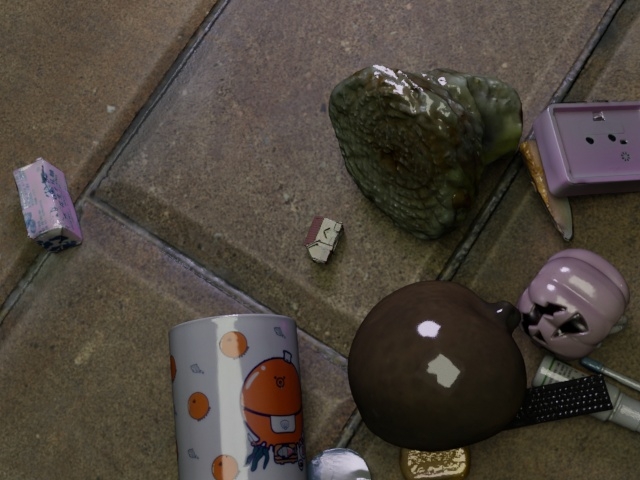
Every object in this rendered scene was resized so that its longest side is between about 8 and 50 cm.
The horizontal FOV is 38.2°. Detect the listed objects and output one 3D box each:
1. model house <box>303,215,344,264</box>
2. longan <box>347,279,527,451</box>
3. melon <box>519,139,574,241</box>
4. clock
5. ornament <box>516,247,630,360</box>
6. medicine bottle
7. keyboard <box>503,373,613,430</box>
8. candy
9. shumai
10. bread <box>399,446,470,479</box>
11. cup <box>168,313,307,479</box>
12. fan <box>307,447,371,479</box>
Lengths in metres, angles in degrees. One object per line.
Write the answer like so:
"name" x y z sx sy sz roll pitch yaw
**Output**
"model house" 0.000 0.000 1.629 0.058 0.057 0.083 21 80 10
"longan" 0.181 0.190 1.434 0.300 0.243 0.300 -15 55 22
"melon" 0.390 -0.086 1.573 0.054 0.098 0.182 -23 89 21
"clock" 0.467 -0.156 1.549 0.197 0.063 0.150 -5 72 -18
"ornament" 0.405 0.107 1.466 0.178 0.177 0.177 -3 74 9
"medicine bottle" 0.456 0.243 1.479 0.221 0.061 0.092 25 61 16
"keyboard" 0.355 0.260 1.469 0.204 0.013 0.061 -17 95 25
"candy" -0.510 -0.064 1.720 0.073 0.092 0.160 -23 70 5
"shumai" 0.199 -0.194 1.563 0.263 0.309 0.304 -36 76 -28
"bread" 0.186 0.355 1.493 0.115 0.056 0.082 -15 68 11
"cup" -0.131 0.295 1.489 0.212 0.212 0.317 -8 75 8
"fan" 0.058 0.397 1.512 0.175 0.005 0.113 6 56 11
